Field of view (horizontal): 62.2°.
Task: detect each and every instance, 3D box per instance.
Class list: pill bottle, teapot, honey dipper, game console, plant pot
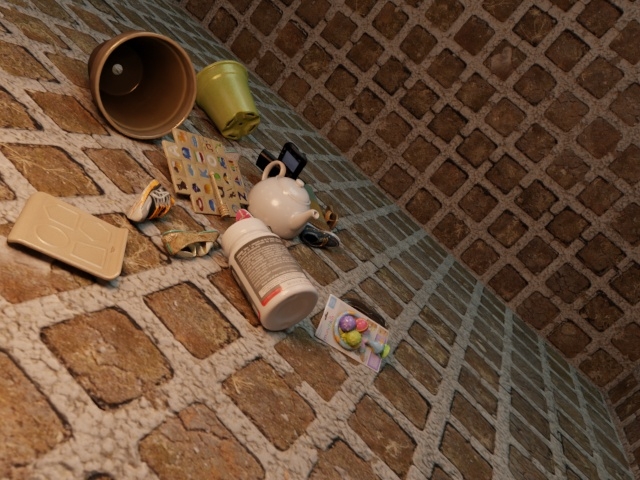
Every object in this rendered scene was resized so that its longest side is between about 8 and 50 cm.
[{"bbox_3d":[-0.141,0.081,1.392,0.161,0.161,0.283,16,31,-51],"label":"pill bottle"},{"bbox_3d":[-0.129,-0.145,1.886,0.256,0.187,0.252,38,19,-5],"label":"teapot"},{"bbox_3d":[-0.320,-0.146,1.662,0.030,0.031,0.160,7,59,-59],"label":"honey dipper"},{"bbox_3d":[-0.135,-0.286,2.005,0.213,0.044,0.361,39,-17,-4],"label":"game console"},{"bbox_3d":[-0.604,-0.520,1.704,0.323,0.323,0.280,19,11,-47],"label":"plant pot"},{"bbox_3d":[-0.395,-0.591,2.315,0.276,0.276,0.253,8,49,-58],"label":"plant pot"}]

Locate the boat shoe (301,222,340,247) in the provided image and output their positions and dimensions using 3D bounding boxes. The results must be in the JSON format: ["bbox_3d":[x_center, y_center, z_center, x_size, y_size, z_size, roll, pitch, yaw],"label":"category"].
[{"bbox_3d":[0.000,0.000,2.008,0.184,0.065,0.083,24,25,-24],"label":"boat shoe"}]

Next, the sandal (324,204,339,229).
[{"bbox_3d":[0.038,-0.103,2.304,0.049,0.072,0.180,16,26,-20],"label":"sandal"}]

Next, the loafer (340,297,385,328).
[{"bbox_3d":[0.125,0.241,1.609,0.220,0.080,0.078,27,25,-31],"label":"loafer"}]

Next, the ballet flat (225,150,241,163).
[{"bbox_3d":[-0.365,-0.247,1.830,0.316,0.108,0.106,-16,79,-62],"label":"ballet flat"}]

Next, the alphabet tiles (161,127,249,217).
[{"bbox_3d":[-0.356,-0.209,1.691,0.343,0.011,0.284,5,64,-60],"label":"alphabet tiles"}]

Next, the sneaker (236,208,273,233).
[{"bbox_3d":[-0.200,-0.033,1.692,0.170,0.063,0.075,46,19,2],"label":"sneaker"}]

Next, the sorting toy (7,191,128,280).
[{"bbox_3d":[-0.509,-0.007,1.089,0.208,0.038,0.193,26,23,-26],"label":"sorting toy"}]

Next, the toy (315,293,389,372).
[{"bbox_3d":[0.110,0.265,1.525,0.237,0.056,0.136,36,57,-23],"label":"toy"}]

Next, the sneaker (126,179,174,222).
[{"bbox_3d":[-0.428,-0.093,1.362,0.083,0.084,0.215,40,17,-17],"label":"sneaker"}]

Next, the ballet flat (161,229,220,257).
[{"bbox_3d":[-0.328,0.010,1.368,0.206,0.073,0.067,-5,76,-61],"label":"ballet flat"}]

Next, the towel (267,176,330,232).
[{"bbox_3d":[-0.106,-0.178,2.237,0.272,0.040,0.370,27,25,-31],"label":"towel"}]
